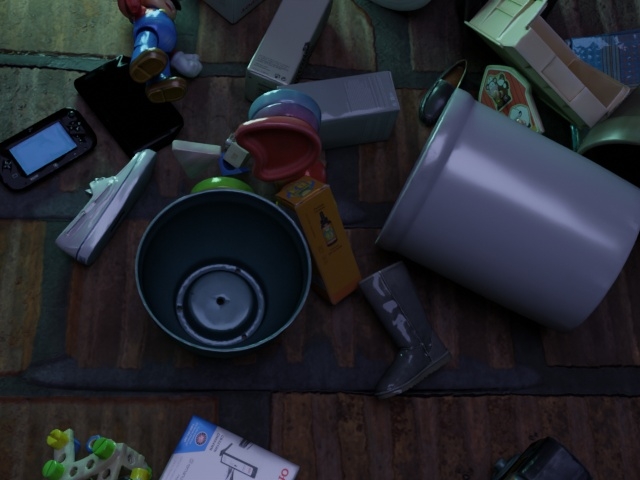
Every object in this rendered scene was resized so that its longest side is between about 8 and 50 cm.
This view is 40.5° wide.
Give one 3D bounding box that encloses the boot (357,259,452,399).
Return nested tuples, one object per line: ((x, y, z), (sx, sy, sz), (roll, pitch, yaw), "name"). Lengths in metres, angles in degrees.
((0.129, 0.161, 1.579), (0.189, 0.076, 0.209), (-30, 93, -33), "boot")

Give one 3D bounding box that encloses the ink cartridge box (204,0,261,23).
((-0.182, -0.641, 1.806), (0.197, 0.270, 0.198), (39, 67, 11), "ink cartridge box")

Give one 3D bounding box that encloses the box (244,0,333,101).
((-0.064, -0.411, 1.810), (0.094, 0.113, 0.275), (23, 66, 2), "box")

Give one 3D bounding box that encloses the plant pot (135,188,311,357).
((-0.173, 0.082, 1.527), (0.293, 0.196, 0.293), (3, 66, -8), "plant pot")

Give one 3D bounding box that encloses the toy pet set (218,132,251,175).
((-0.149, -0.154, 1.713), (0.122, 0.114, 0.065), (36, 107, 9), "toy pet set")

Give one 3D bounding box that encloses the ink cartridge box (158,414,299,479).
((-0.155, 0.405, 1.447), (0.203, 0.086, 0.148), (24, 65, 4), "ink cartridge box")

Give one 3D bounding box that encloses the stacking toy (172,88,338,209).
((-0.117, -0.151, 1.606), (0.279, 0.309, 0.130), (-5, 54, 3), "stacking toy")

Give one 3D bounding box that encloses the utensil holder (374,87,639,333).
((0.342, -0.047, 1.596), (0.385, 0.327, 0.328), (28, 65, 2), "utensil holder")

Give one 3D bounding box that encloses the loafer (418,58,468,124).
((0.261, -0.319, 1.841), (0.062, 0.061, 0.170), (29, 66, 4), "loafer")

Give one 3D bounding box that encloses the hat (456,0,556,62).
((0.384, -0.565, 1.911), (0.331, 0.331, 0.134), (-42, 39, -22), "hat")

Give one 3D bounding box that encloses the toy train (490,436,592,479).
((0.302, 0.462, 1.430), (0.334, 0.190, 0.142), (-39, 76, -21), "toy train")

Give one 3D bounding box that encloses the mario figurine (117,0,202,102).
((-0.313, -0.443, 1.738), (0.170, 0.198, 0.321), (0, 56, -19), "mario figurine")

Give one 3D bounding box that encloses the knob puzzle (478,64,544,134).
((0.366, -0.268, 1.760), (0.030, 0.213, 0.213), (-10, 68, -23), "knob puzzle")

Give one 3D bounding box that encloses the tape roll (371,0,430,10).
((0.176, -0.644, 1.873), (0.246, 0.246, 0.169), (29, 65, 5), "tape roll")

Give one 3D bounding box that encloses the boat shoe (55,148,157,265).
((-0.399, -0.079, 1.622), (0.084, 0.095, 0.258), (30, 64, 1), "boat shoe")

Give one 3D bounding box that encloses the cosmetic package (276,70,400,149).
((0.028, -0.255, 1.745), (0.238, 0.127, 0.107), (-7, 68, -13), "cosmetic package")

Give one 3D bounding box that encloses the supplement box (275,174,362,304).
((0.000, 0.000, 1.573), (0.078, 0.233, 0.080), (-33, 37, -20), "supplement box")

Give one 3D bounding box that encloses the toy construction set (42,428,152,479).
((-0.359, 0.449, 1.343), (0.215, 0.151, 0.328), (-11, 63, 27), "toy construction set")

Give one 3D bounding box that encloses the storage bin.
((0.449, -0.372, 1.730), (0.262, 0.260, 0.123), (39, 103, -24), "storage bin")

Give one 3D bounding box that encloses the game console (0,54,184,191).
((-0.464, -0.208, 1.698), (0.361, 0.044, 0.213), (-35, 75, -20), "game console")

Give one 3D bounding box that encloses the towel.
((0.665, -0.288, 1.834), (0.271, 0.040, 0.370), (-4, 68, 17), "towel")

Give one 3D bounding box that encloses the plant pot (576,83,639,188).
((0.683, -0.195, 1.625), (0.323, 0.323, 0.280), (30, 74, 6), "plant pot")
